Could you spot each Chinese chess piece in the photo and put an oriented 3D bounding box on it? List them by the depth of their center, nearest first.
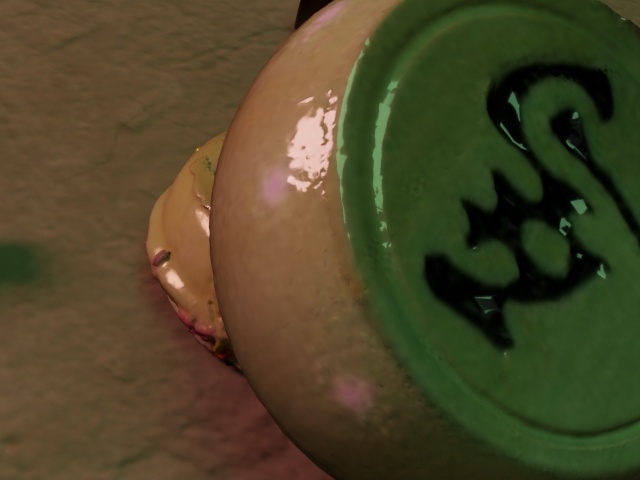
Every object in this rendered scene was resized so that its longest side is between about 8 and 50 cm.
[{"bbox_3d":[0.073,0.000,0.704,0.250,0.101,0.250,11,70,-30],"label":"Chinese chess piece"}]

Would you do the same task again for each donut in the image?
[{"bbox_3d":[0.000,0.000,0.793,0.174,0.068,0.175,10,38,-8],"label":"donut"}]

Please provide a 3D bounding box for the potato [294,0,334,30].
[{"bbox_3d":[0.037,-0.168,1.018,0.096,0.066,0.103,15,35,-9],"label":"potato"}]
